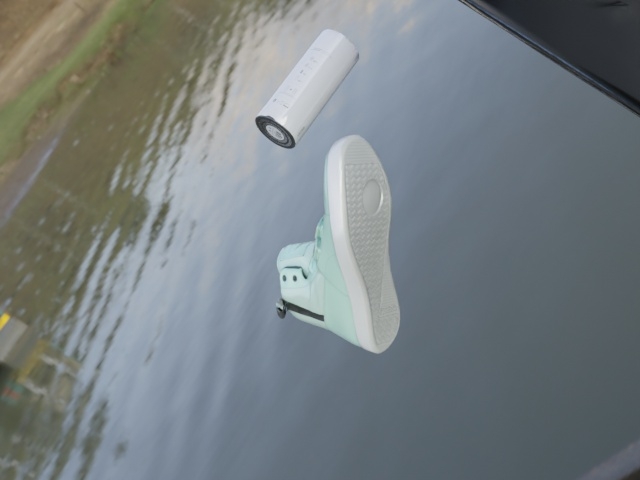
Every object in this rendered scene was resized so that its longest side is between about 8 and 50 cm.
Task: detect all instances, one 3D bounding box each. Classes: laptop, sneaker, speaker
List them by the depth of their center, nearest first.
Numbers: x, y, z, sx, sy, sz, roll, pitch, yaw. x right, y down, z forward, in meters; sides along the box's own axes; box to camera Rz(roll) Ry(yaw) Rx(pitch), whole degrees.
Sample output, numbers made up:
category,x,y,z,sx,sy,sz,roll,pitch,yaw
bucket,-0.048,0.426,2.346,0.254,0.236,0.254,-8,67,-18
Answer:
category,x,y,z,sx,sy,sz,roll,pitch,yaw
laptop,0.247,-0.291,0.904,0.236,0.382,0.408,-58,9,9
sneaker,0.000,0.001,0.962,0.151,0.256,0.094,13,33,35
speaker,-0.013,-0.170,0.962,0.136,0.055,0.055,-56,22,-19
